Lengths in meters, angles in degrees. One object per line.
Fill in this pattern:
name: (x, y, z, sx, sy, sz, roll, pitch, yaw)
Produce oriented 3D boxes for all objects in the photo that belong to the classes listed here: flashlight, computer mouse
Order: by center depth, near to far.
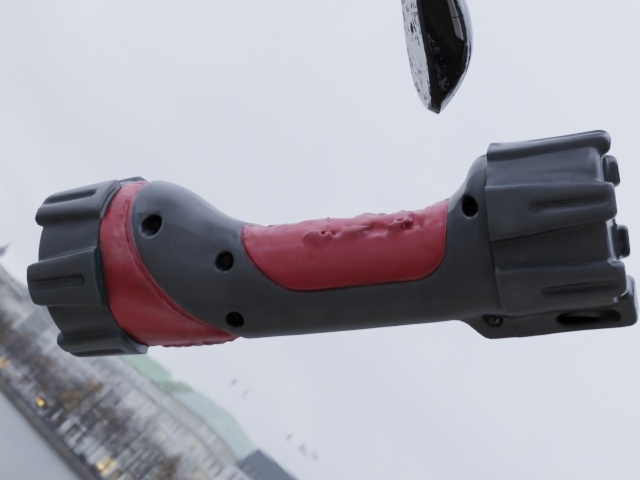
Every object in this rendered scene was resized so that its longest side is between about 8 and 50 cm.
flashlight: (0.000, 0.000, 0.526, 0.304, 0.103, 0.103, -9, -30, 20)
computer mouse: (0.116, -0.240, 0.944, 0.184, 0.060, 0.262, -116, -167, -69)
